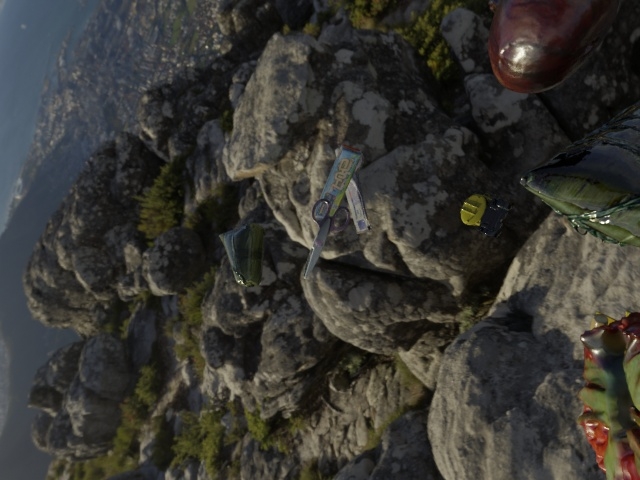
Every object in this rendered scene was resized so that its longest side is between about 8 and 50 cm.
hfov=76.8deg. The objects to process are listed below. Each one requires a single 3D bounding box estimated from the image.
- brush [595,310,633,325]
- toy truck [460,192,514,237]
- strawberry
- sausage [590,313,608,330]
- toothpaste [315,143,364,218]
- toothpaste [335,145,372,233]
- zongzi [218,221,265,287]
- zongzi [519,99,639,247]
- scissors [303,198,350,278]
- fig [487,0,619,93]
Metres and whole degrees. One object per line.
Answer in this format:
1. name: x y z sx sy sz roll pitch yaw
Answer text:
1. brush: 0.563 0.165 0.760 0.011 0.205 0.083 -12 87 15
2. toy truck: 0.220 -0.036 0.534 0.054 0.083 0.049 27 106 23
3. strawberry: 0.430 0.189 0.440 0.258 0.261 0.260 4 79 7
4. sausage: 0.439 0.168 0.638 0.024 0.132 0.024 -15 32 10
5. toothpaste: 0.051 -0.138 1.012 0.044 0.070 0.193 -90 20 -57
6. toothpaste: 0.103 -0.161 1.280 0.069 0.099 0.282 -17 89 13
7. zongzi: -0.142 0.030 0.675 0.113 0.052 0.103 -10 68 39
8. zongzi: 0.637 -0.176 0.805 0.319 0.383 0.362 33 123 23
9. scissors: 0.000 0.000 0.873 0.086 0.022 0.176 22 90 2
10. fig: 0.406 -0.393 0.734 0.214 0.235 0.235 35 107 1
